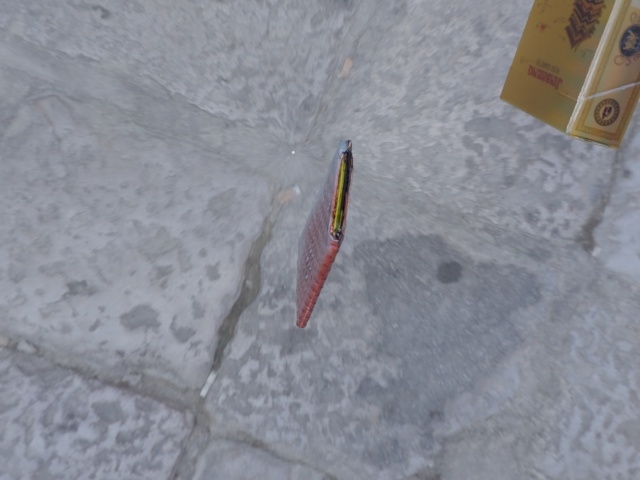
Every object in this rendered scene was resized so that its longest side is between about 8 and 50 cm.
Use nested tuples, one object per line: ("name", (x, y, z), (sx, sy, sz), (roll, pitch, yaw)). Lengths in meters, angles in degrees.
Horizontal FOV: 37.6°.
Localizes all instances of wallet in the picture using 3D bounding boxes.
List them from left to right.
("wallet", (0.000, 0.000, 0.883), (0.020, 0.196, 0.103), (10, 61, -8))

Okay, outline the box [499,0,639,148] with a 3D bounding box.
("box", (0.308, -0.259, 1.042), (0.076, 0.174, 0.274), (12, 107, -18))
